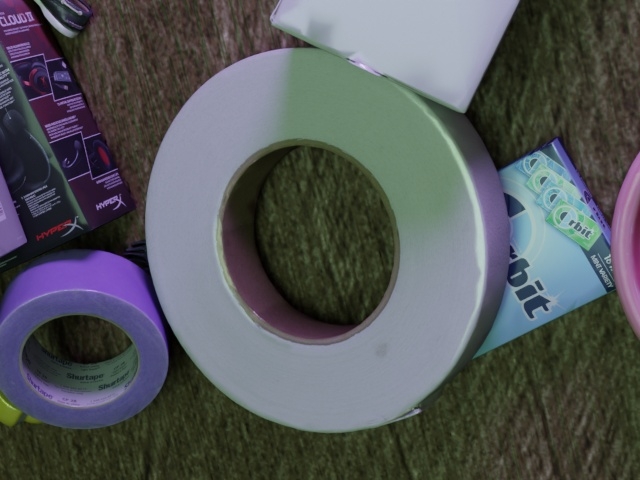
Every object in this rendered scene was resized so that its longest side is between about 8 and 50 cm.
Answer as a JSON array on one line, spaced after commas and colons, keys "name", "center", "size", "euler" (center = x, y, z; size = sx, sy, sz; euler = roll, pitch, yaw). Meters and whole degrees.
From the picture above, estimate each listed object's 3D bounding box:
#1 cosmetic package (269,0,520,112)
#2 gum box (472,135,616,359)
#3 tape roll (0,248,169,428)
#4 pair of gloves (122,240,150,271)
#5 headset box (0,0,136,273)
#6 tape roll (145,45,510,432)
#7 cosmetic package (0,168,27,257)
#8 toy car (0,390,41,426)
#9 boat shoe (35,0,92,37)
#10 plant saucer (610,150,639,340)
[{"name": "cosmetic package", "center": [0.124, -0.319, 1.142], "size": [0.197, 0.155, 0.366], "euler": [27, 107, 2]}, {"name": "gum box", "center": [0.192, 0.010, 1.293], "size": [0.184, 0.041, 0.157], "euler": [-29, 93, 23]}, {"name": "tape roll", "center": [-0.258, 0.108, 1.414], "size": [0.189, 0.080, 0.189], "euler": [-3, 122, -4]}, {"name": "pair of gloves", "center": [-0.183, 0.040, 1.450], "size": [0.074, 0.010, 0.083], "euler": [-3, 102, 20]}, {"name": "headset box", "center": [-0.369, -0.116, 1.420], "size": [0.218, 0.110, 0.293], "euler": [-24, 95, 24]}, {"name": "tape roll", "center": [0.000, 0.000, 1.310], "size": [0.392, 0.072, 0.392], "euler": [5, 102, 26]}, {"name": "cosmetic package", "center": [-0.441, -0.017, 1.357], "size": [0.238, 0.107, 0.127], "euler": [-15, 102, 21]}, {"name": "toy car", "center": [-0.426, 0.136, 1.478], "size": [0.239, 0.053, 0.225], "euler": [8, 142, 17]}, {"name": "boat shoe", "center": [-0.296, -0.273, 1.389], "size": [0.125, 0.046, 0.038], "euler": [47, 114, 0]}, {"name": "plant saucer", "center": [0.436, 0.002, 1.183], "size": [0.332, 0.084, 0.332], "euler": [5, 106, 19]}]
